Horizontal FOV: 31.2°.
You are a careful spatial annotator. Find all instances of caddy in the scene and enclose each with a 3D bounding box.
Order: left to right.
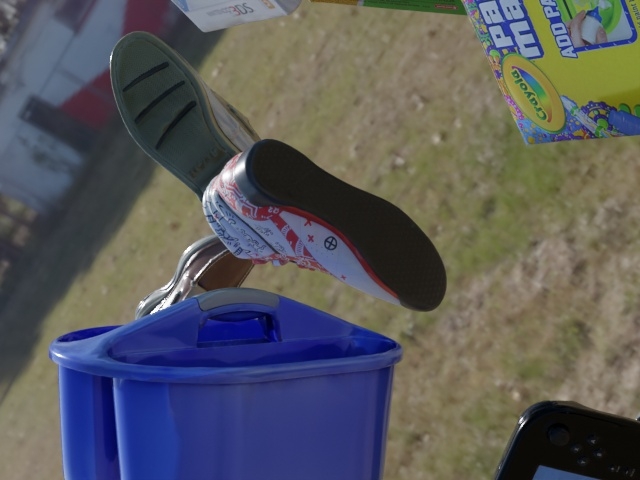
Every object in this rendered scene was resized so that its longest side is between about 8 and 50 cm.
[{"bbox_3d":[-0.081,0.133,1.054,0.241,0.341,0.179,6,95,50],"label":"caddy"}]

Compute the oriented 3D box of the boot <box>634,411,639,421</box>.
[{"bbox_3d":[0.537,0.350,1.925,0.161,0.083,0.247,-34,-38,-42],"label":"boot"}]

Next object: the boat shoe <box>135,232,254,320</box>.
[{"bbox_3d":[-0.199,0.102,1.934,0.324,0.123,0.116,-46,44,38],"label":"boat shoe"}]

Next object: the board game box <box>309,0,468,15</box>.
[{"bbox_3d":[0.125,-0.414,1.359,0.064,0.242,0.317,86,-169,-62],"label":"board game box"}]

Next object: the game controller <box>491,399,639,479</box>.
[{"bbox_3d":[0.250,0.313,1.240,0.067,0.166,0.319,-69,-4,-64],"label":"game controller"}]

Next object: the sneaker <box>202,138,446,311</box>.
[{"bbox_3d":[0.000,-0.001,1.238,0.145,0.270,0.090,-28,33,55],"label":"sneaker"}]

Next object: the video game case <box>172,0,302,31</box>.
[{"bbox_3d":[-0.204,-0.403,1.489,0.036,0.329,0.300,-53,24,-13],"label":"video game case"}]

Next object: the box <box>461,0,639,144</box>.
[{"bbox_3d":[0.273,-0.212,0.687,0.279,0.177,0.290,-2,34,49],"label":"box"}]

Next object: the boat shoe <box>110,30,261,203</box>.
[{"bbox_3d":[-0.148,-0.128,1.431,0.113,0.302,0.103,-35,3,15],"label":"boat shoe"}]
